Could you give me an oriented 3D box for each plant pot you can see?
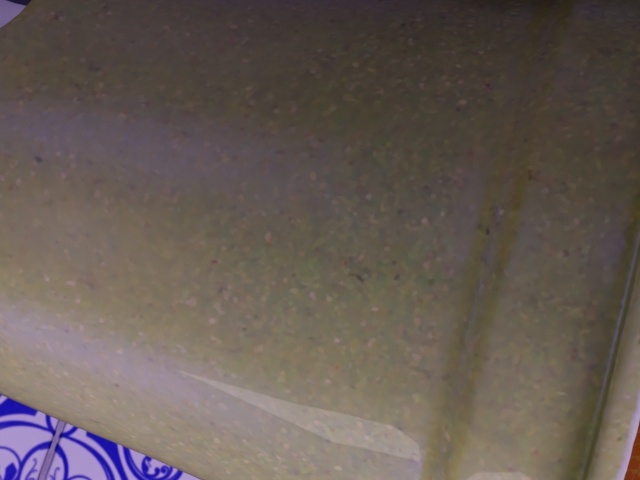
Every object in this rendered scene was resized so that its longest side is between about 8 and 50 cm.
[{"bbox_3d":[0.000,0.000,0.606,0.254,0.276,0.276,14,163,8],"label":"plant pot"}]

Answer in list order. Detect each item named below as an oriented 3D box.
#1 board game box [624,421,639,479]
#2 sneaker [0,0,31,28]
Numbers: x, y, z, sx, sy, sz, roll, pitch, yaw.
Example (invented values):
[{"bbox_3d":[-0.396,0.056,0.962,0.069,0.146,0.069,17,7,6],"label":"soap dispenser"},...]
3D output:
[{"bbox_3d":[0.270,0.234,1.085,0.357,0.356,0.356,23,-175,-15],"label":"board game box"},{"bbox_3d":[-0.147,-0.175,0.747,0.226,0.163,0.086,16,-173,13],"label":"sneaker"}]
